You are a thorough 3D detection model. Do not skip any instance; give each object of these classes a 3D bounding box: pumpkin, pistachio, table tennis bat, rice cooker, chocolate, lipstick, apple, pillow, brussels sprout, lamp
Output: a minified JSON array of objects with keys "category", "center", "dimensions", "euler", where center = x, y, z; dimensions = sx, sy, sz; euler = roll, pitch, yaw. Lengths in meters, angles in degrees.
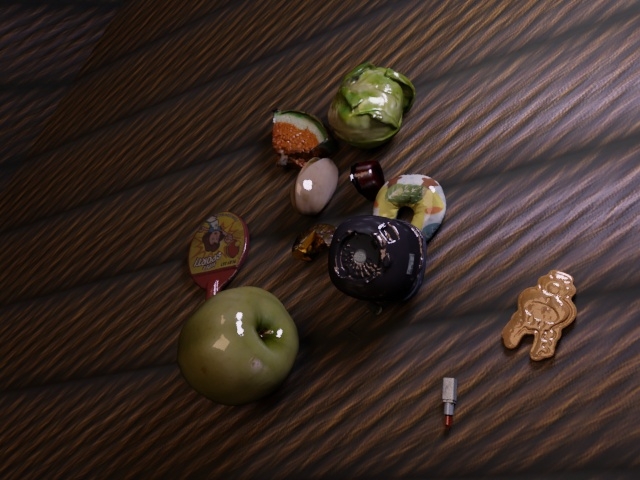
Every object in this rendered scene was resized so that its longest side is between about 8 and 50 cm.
[{"category":"pumpkin","center":[0.000,0.000,1.826],"dimensions":[0.183,0.119,0.107],"euler":[-8,68,22]},{"category":"pistachio","center":[-0.023,-0.180,1.907],"dimensions":[0.138,0.153,0.238],"euler":[10,49,24]},{"category":"table tennis bat","center":[-0.370,0.084,2.061],"dimensions":[0.268,0.051,0.414],"euler":[-12,61,27]},{"category":"rice cooker","center":[0.160,0.051,1.621],"dimensions":[0.267,0.224,0.267],"euler":[-5,81,32]},{"category":"chocolate","center":[0.158,-0.194,1.811],"dimensions":[0.080,0.149,0.125],"euler":[-21,98,22]},{"category":"lipstick","center":[0.333,0.423,1.495],"dimensions":[0.030,0.030,0.129],"euler":[-5,68,29]},{"category":"apple","center":[-0.248,0.317,1.707],"dimensions":[0.357,0.357,0.357],"euler":[-12,64,27]},{"category":"pillow","center":[0.265,-0.094,1.735],"dimensions":[0.233,0.086,0.214],"euler":[12,87,32]},{"category":"brussels sprout","center":[0.157,-0.429,1.853],"dimensions":[0.294,0.227,0.259],"euler":[-9,51,36]},{"category":"lamp","center":[0.125,0.229,1.705],"dimensions":[0.121,0.041,0.054],"euler":[-51,45,-1]}]

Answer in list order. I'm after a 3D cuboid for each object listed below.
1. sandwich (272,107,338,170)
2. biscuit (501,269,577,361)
[{"category":"sandwich","center":[-0.061,-0.347,2.023],"dimensions":[0.292,0.109,0.212],"euler":[11,83,37]},{"category":"biscuit","center":[0.563,0.185,1.459],"dimensions":[0.144,0.040,0.236],"euler":[26,87,31]}]
